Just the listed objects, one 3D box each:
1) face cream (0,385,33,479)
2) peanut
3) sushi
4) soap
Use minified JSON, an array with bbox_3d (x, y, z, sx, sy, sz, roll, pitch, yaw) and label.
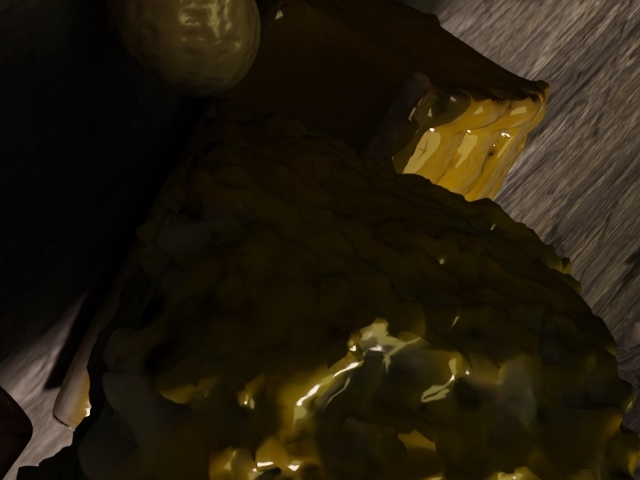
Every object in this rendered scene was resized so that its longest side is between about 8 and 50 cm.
[{"bbox_3d":[-0.212,0.083,0.672,0.104,0.149,0.149,-56,163,-2],"label":"face cream"},{"bbox_3d":[-0.064,-0.143,0.776,0.082,0.082,0.187,-42,158,-37],"label":"peanut"},{"bbox_3d":[-0.032,0.137,0.762,0.351,0.240,0.396,-61,-172,14],"label":"sushi"},{"bbox_3d":[0.000,0.000,1.082,0.335,0.156,0.293,-61,165,19],"label":"soap"}]
